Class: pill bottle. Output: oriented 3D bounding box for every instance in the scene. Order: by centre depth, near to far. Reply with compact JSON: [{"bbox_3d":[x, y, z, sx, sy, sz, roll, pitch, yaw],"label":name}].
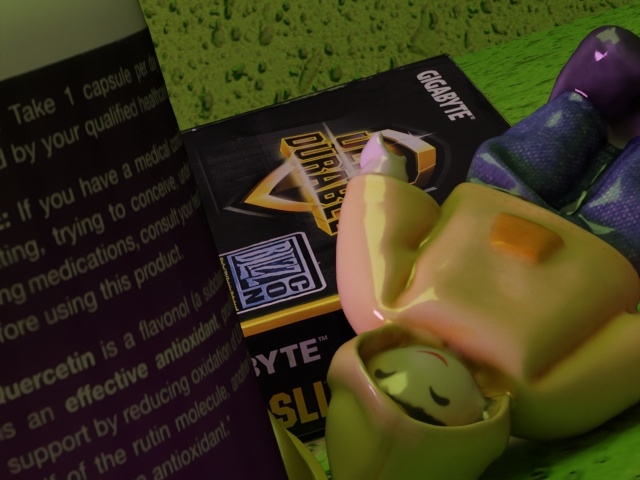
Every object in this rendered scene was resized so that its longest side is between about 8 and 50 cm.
[{"bbox_3d":[-0.113,0.035,0.539,0.181,0.323,0.181,-16,9,3],"label":"pill bottle"}]

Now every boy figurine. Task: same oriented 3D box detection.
[{"bbox_3d":[0.080,0.015,0.849,0.285,0.177,0.092,-44,-16,-38],"label":"boy figurine"}]

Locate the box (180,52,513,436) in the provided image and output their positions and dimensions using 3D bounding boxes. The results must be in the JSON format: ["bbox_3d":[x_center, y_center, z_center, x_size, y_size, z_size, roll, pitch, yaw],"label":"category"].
[{"bbox_3d":[0.000,0.000,1.088,0.257,0.079,0.322,-18,23,-3],"label":"box"}]

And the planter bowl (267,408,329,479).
[{"bbox_3d":[-0.106,0.084,0.734,0.217,0.090,0.217,-6,29,3],"label":"planter bowl"}]
